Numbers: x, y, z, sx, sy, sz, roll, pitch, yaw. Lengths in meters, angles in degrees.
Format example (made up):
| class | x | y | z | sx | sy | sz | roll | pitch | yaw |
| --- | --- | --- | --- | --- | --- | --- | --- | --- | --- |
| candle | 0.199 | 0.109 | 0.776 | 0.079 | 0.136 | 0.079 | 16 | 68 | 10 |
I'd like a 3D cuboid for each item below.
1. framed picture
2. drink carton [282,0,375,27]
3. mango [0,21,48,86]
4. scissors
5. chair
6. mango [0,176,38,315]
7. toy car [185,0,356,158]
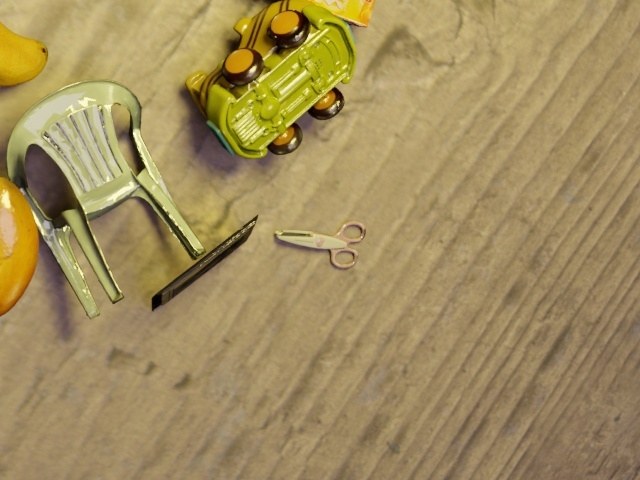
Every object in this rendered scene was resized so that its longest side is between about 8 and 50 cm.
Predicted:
| class | x | y | z | sx | sy | sz | roll | pitch | yaw |
| --- | --- | --- | --- | --- | --- | --- | --- | --- | --- |
| framed picture | -0.171 | 0.039 | 1.459 | 0.195 | 0.199 | 0.010 | -38 | 88 | -13 |
| drink carton | -0.020 | -0.392 | 1.457 | 0.223 | 0.071 | 0.096 | 12 | 99 | -34 |
| mango | -0.440 | -0.251 | 1.251 | 0.190 | 0.075 | 0.098 | 26 | 98 | -42 |
| scissors | 0.000 | 0.000 | 1.639 | 0.176 | 0.022 | 0.085 | 8 | 106 | -37 |
| chair | -0.290 | -0.061 | 1.347 | 0.203 | 0.190 | 0.275 | -33 | 93 | -19 |
| mango | -0.443 | 0.013 | 1.295 | 0.144 | 0.112 | 0.219 | 26 | 115 | -5 |
| toy car | -0.074 | -0.243 | 1.432 | 0.248 | 0.142 | 0.200 | -40 | 147 | -10 |
